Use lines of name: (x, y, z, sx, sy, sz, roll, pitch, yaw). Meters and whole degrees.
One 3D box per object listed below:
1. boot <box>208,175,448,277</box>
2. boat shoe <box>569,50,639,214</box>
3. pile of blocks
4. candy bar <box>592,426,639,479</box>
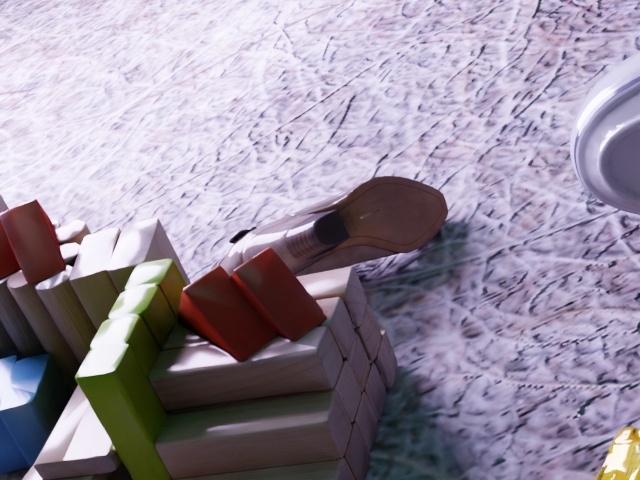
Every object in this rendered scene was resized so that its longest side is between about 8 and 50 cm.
boot: (0.000, 0.000, 0.718, 0.118, 0.042, 0.087, -10, -9, -44)
boat shoe: (0.233, -0.038, 0.572, 0.268, 0.096, 0.088, 1, 32, 22)
pile of blocks: (-0.129, 0.045, 0.664, 0.362, 0.112, 0.149, 6, 40, 42)
candy bar: (0.164, 0.094, 0.470, 0.161, 0.018, 0.040, 9, 46, 43)
